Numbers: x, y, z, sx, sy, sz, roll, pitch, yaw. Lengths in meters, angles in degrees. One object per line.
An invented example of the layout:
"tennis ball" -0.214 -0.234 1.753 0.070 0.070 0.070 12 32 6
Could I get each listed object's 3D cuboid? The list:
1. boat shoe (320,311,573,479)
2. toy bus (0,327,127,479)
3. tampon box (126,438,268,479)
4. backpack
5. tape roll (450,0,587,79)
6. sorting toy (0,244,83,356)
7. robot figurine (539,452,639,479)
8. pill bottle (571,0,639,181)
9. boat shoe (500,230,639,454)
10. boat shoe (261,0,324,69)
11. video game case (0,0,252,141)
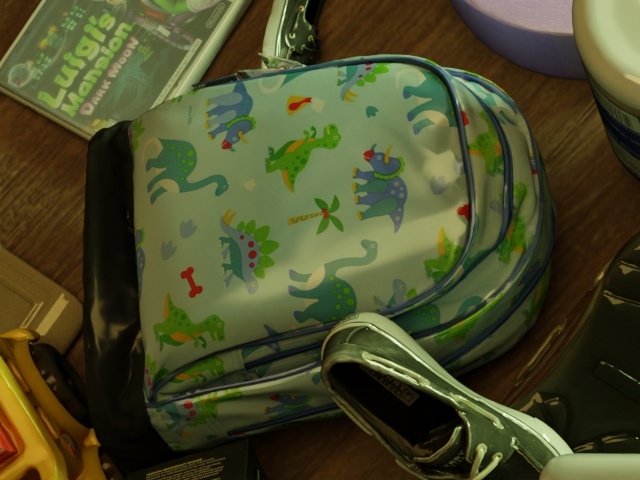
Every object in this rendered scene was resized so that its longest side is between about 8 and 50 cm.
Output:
"boat shoe" 0.088 0.137 1.183 0.219 0.070 0.078 35 112 -7
"toy bus" -0.237 0.176 1.316 0.149 0.211 0.220 -34 81 -1
"tampon box" -0.080 0.245 1.265 0.101 0.120 0.161 -17 27 10
"backpack" 0.000 0.000 1.317 0.355 0.273 0.290 -3 63 2
"tape roll" 0.218 -0.271 1.414 0.275 0.090 0.275 -5 69 14
"sorting toy" -0.363 0.126 1.481 0.229 0.041 0.307 32 83 20
"robot figurine" 0.191 0.280 1.086 0.353 0.200 0.300 -5 70 31
"pill bottle" 0.269 -0.115 1.246 0.153 0.265 0.153 -5 71 15
"boat shoe" 0.198 0.118 1.268 0.122 0.120 0.324 37 104 1
"boat shoe" -0.020 -0.173 1.474 0.040 0.049 0.142 3 70 17
"video game case" -0.173 -0.178 1.536 0.173 0.022 0.190 29 82 24
